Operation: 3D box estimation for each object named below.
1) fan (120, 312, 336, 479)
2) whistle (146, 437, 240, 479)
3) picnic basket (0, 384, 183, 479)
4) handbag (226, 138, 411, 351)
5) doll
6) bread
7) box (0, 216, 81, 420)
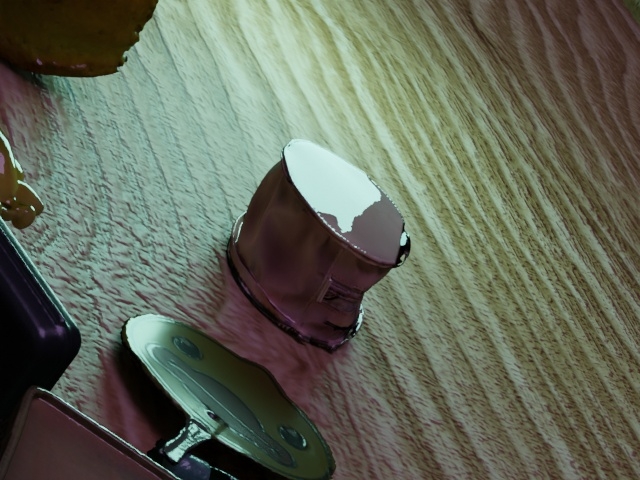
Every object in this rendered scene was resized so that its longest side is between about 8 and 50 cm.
[{"bbox_3d":[-0.089,0.145,1.713,0.229,0.011,0.335,39,13,5],"label":"fan"},{"bbox_3d":[-0.062,0.220,1.636,0.186,0.039,0.039,32,24,-24],"label":"whistle"},{"bbox_3d":[-0.147,0.241,1.329,0.266,0.139,0.165,35,23,-14],"label":"picnic basket"},{"bbox_3d":[-0.001,0.001,2.032,0.179,0.116,0.205,38,22,-9],"label":"handbag"},{"bbox_3d":[-0.333,-0.109,1.743,0.117,0.086,0.291,7,38,-47],"label":"doll"},{"bbox_3d":[-0.303,-0.278,2.011,0.260,0.160,0.147,52,30,11],"label":"bread"},{"bbox_3d":[-0.278,0.041,1.457,0.050,0.160,0.230,-5,50,-52],"label":"box"}]
